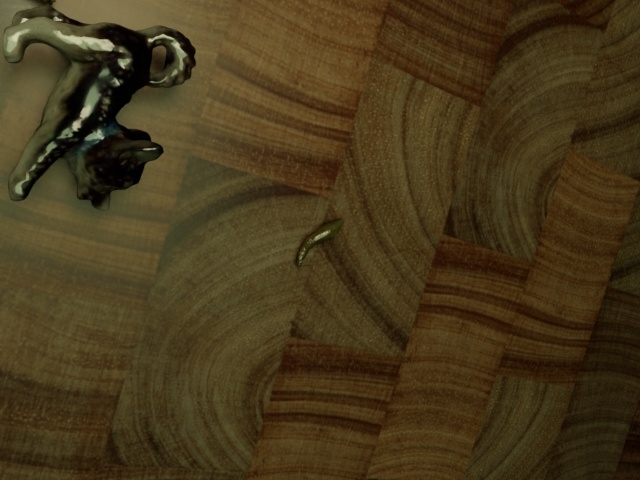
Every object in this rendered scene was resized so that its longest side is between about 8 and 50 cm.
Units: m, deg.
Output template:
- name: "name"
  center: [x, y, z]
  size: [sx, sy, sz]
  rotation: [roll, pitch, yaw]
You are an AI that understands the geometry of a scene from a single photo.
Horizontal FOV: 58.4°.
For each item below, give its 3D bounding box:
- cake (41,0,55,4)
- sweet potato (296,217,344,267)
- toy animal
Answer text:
- name: "cake"
  center: [-0.495, -0.479, 0.928]
  size: [0.080, 0.116, 0.184]
  rotation: [-21, 112, -23]
- name: "sweet potato"
  center: [-0.005, -0.004, 1.291]
  size: [0.153, 0.038, 0.041]
  rotation: [-42, 92, -11]
- name: "toy animal"
  center: [-0.371, -0.219, 0.990]
  size: [0.303, 0.194, 0.343]
  rotation: [0, 105, -20]
